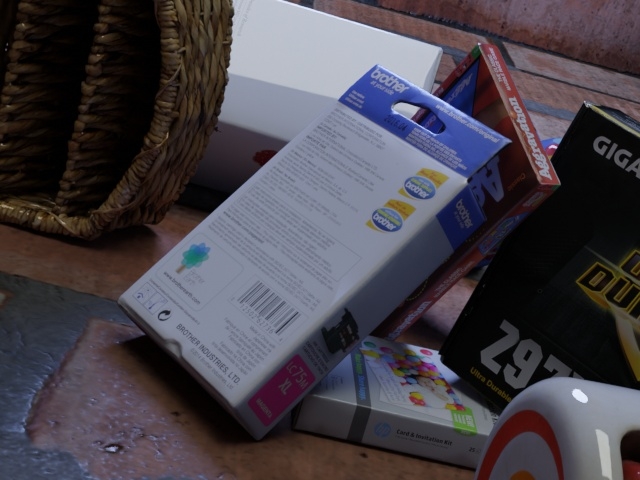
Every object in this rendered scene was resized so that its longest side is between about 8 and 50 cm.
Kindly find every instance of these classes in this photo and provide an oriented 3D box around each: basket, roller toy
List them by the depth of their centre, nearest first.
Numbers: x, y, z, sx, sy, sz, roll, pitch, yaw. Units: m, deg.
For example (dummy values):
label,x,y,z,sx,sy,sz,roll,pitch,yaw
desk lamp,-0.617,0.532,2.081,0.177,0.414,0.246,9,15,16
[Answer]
label,x,y,z,sx,sy,sz,roll,pitch,yaw
roller toy,0.188,0.190,0.835,0.146,0.191,0.209,12,19,-13
basket,-0.236,-0.155,1.289,0.213,0.299,0.223,29,21,30

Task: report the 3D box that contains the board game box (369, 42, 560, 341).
label,x,y,z,sx,sy,sz,roll,pitch,yaw
board game box,0.091,-0.027,1.170,0.027,0.281,0.145,1,56,-35

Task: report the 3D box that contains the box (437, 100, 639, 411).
label,x,y,z,sx,sy,sz,roll,pitch,yaw
box,0.283,0.078,1.054,0.322,0.257,0.079,38,21,29

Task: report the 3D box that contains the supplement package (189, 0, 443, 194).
label,x,y,z,sx,sy,sz,roll,pitch,yaw
supplement package,-0.032,-0.147,1.516,0.293,0.175,0.177,16,-24,2

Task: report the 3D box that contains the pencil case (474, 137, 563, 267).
label,x,y,z,sx,sy,sz,roll,pitch,yaw
pencil case,0.154,-0.020,1.307,0.306,0.119,0.133,-12,-24,26

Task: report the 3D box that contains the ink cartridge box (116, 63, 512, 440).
label,x,y,z,sx,sy,sz,roll,pitch,yaw
ink cartridge box,0.000,0.000,1.105,0.186,0.311,0.065,36,-13,44

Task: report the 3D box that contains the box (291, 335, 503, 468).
label,x,y,z,sx,sy,sz,roll,pitch,yaw
box,0.068,0.131,1.135,0.186,0.038,0.145,15,20,-7
